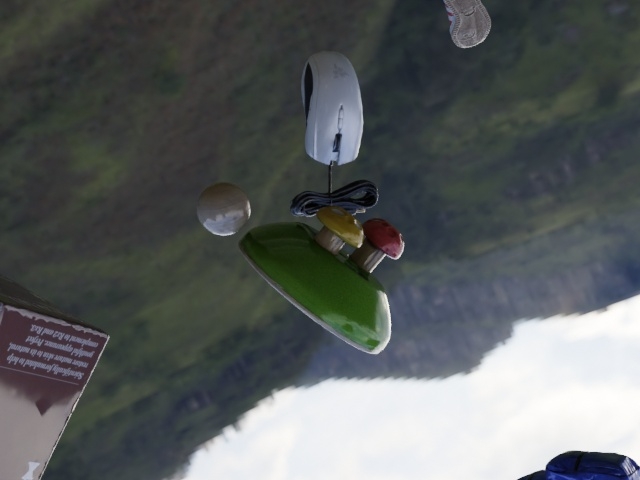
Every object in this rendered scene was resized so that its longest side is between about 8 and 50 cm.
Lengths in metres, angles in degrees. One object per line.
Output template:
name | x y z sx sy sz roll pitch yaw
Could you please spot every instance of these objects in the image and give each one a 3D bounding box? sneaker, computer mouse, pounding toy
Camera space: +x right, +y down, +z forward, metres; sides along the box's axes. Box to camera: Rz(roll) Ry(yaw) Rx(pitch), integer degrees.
sneaker | 0.133 -0.242 1.445 0.042 0.118 0.067 -22 -119 3
computer mouse | 0.014 -0.123 1.676 0.106 0.193 0.042 -1 176 -21
pounding toy | 0.000 0.000 1.497 0.110 0.237 0.183 -51 179 7

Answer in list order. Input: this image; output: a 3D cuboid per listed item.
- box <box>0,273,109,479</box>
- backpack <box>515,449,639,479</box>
box | -0.330 0.099 1.260 0.203 0.167 0.168 25 178 26
backpack | 0.223 0.235 1.300 0.120 0.101 0.098 -1 176 24
